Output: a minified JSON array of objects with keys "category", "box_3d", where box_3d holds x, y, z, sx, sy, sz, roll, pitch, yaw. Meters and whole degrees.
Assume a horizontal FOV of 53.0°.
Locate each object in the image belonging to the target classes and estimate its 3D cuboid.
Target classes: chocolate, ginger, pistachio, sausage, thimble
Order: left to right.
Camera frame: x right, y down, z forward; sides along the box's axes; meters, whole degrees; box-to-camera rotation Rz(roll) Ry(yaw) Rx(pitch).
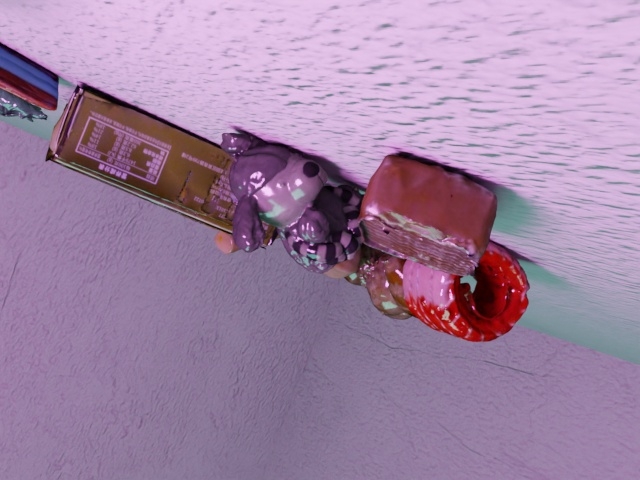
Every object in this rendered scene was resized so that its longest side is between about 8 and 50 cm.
[{"category":"sausage","box_3d":[-0.126,-0.026,1.577,0.066,0.066,0.301,18,-158,36]},{"category":"pistachio","box_3d":[0.000,0.000,1.503,0.223,0.126,0.152,39,-163,11]},{"category":"ginger","box_3d":[0.206,0.100,1.527,0.256,0.176,0.375,41,167,-27]},{"category":"chocolate","box_3d":[0.126,-0.024,0.754,0.148,0.093,0.214,22,176,8]},{"category":"thimble","box_3d":[0.234,0.077,1.055,0.189,0.163,0.125,23,174,-26]}]

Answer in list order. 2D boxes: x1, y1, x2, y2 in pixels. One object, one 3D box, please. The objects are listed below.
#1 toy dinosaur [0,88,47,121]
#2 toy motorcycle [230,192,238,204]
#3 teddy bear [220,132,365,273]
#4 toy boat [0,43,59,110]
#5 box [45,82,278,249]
[{"category":"toy dinosaur","box_3d":[-0.718,-0.322,1.345,0.292,0.079,0.120,27,173,-24]},{"category":"toy motorcycle","box_3d":[-0.053,-0.054,1.089,0.213,0.122,0.082,21,161,11]},{"category":"teddy bear","box_3d":[-0.037,-0.044,0.915,0.144,0.171,0.251,-12,147,44]},{"category":"toy boat","box_3d":[-0.558,-0.287,0.910,0.136,0.079,0.392,21,178,40]},{"category":"box","box_3d":[-0.308,-0.136,1.250,0.420,0.138,0.373,24,175,-25]}]
